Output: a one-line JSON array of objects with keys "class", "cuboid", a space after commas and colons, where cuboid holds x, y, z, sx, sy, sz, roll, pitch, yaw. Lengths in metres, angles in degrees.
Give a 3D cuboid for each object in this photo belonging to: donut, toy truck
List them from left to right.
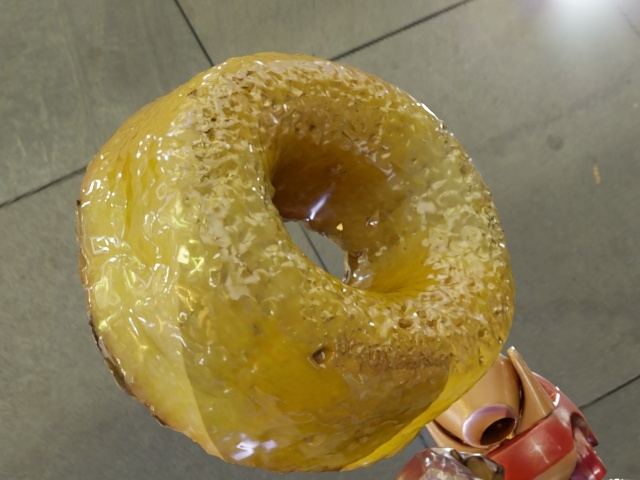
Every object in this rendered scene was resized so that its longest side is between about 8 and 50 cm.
[{"class": "donut", "cuboid": [0.002, 0.000, 0.537, 0.277, 0.108, 0.277, 20, 53, -28]}, {"class": "toy truck", "cuboid": [0.238, 0.239, 1.179, 0.189, 0.265, 0.239, -35, 85, 9]}]

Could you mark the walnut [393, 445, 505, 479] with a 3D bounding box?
[{"class": "walnut", "cuboid": [0.156, 0.346, 0.842, 0.222, 0.244, 0.269, 4, 71, 43]}]
